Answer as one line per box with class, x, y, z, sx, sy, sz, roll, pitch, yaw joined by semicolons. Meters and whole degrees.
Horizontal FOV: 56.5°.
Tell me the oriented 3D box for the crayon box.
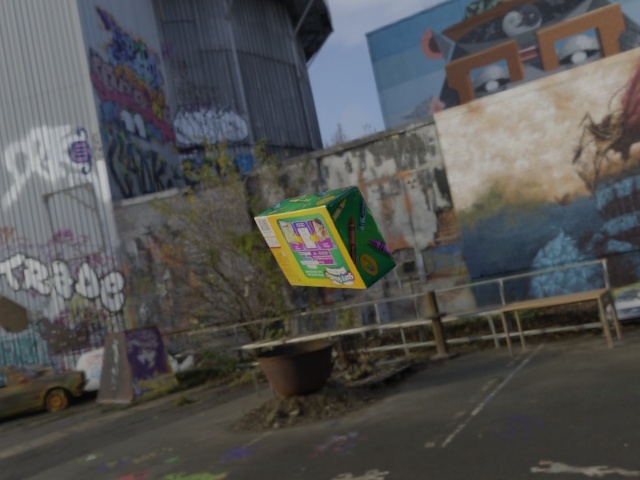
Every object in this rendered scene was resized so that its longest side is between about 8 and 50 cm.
crayon box;0.000;0.000;1.127;0.081;0.165;0.278;-35;16;-28
